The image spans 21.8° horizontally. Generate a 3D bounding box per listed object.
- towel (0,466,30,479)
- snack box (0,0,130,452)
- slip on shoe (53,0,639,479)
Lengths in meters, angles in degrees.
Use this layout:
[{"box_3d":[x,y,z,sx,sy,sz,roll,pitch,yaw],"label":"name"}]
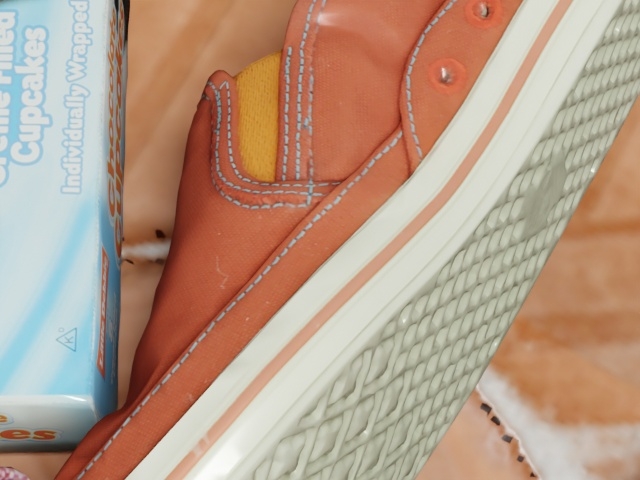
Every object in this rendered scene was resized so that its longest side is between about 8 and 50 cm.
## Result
[{"box_3d":[-0.183,0.187,0.341,0.329,0.037,0.237,-17,60,34],"label":"towel"},{"box_3d":[-0.158,-0.091,0.544,0.187,0.060,0.322,-1,68,0],"label":"snack box"},{"box_3d":[0.000,0.000,0.482,0.101,0.123,0.331,25,65,20],"label":"slip on shoe"}]
